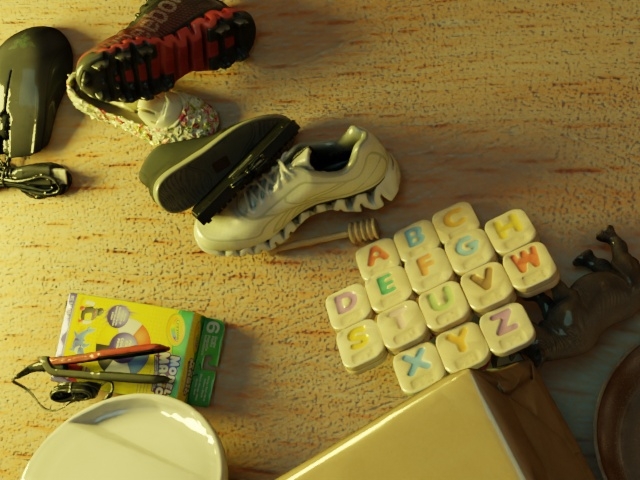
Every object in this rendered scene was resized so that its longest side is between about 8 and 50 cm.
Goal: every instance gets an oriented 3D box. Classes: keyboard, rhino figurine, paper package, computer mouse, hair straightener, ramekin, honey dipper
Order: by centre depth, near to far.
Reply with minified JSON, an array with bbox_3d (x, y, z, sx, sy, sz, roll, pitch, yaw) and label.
[{"bbox_3d":[0.145,0.337,1.231,0.324,0.168,0.310,-36,71,28],"label":"paper package"},{"bbox_3d":[0.300,0.086,1.329,0.243,0.073,0.106,-33,67,-19],"label":"rhino figurine"},{"bbox_3d":[-0.233,0.337,1.368,0.272,0.127,0.273,-8,49,9],"label":"ramekin"},{"bbox_3d":[-0.097,-0.090,1.436,0.023,0.108,0.180,45,86,-15],"label":"keyboard"},{"bbox_3d":[-0.307,0.190,1.453,0.230,0.047,0.089,-6,79,15],"label":"hair straightener"},{"bbox_3d":[0.000,0.000,1.485,0.160,0.030,0.031,-13,73,14],"label":"honey dipper"},{"bbox_3d":[-0.445,-0.203,1.630,0.188,0.072,0.272,4,77,17],"label":"computer mouse"}]

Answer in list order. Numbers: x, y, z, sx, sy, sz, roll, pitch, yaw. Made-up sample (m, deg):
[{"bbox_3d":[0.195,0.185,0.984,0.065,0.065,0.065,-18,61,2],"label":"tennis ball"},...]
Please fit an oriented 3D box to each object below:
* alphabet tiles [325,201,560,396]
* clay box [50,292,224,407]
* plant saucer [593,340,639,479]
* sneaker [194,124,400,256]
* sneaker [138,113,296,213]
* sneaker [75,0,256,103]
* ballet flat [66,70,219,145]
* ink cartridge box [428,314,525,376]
[{"bbox_3d":[0.146,0.061,1.356,0.284,0.021,0.278,-25,38,8],"label":"alphabet tiles"},{"bbox_3d":[-0.249,0.150,1.499,0.222,0.053,0.128,7,79,17],"label":"clay box"},{"bbox_3d":[0.471,0.231,1.253,0.310,0.050,0.311,-6,57,10],"label":"plant saucer"},{"bbox_3d":[-0.044,-0.071,1.460,0.292,0.118,0.110,-23,58,8],"label":"sneaker"},{"bbox_3d":[-0.149,-0.127,1.530,0.222,0.083,0.118,-28,32,-15],"label":"sneaker"},{"bbox_3d":[-0.232,-0.277,1.539,0.276,0.098,0.135,-27,52,-29],"label":"sneaker"},{"bbox_3d":[-0.266,-0.193,1.578,0.240,0.077,0.091,14,81,17],"label":"ballet flat"},{"bbox_3d":[0.193,0.171,1.366,0.127,0.072,0.175,-34,71,5],"label":"ink cartridge box"}]
